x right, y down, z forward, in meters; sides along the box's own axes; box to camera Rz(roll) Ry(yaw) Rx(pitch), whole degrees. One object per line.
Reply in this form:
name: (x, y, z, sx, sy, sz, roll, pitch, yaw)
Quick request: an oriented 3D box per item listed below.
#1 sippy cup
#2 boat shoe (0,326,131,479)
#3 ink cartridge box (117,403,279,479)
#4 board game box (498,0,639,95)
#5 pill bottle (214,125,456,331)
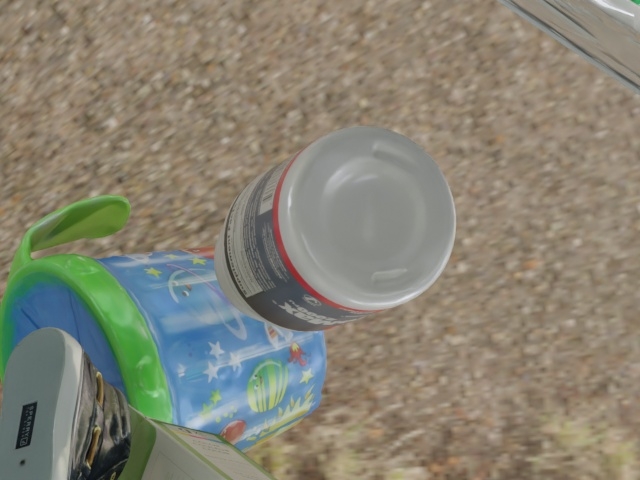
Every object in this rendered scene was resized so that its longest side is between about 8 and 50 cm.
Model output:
sippy cup: (-0.124, 0.105, 1.635, 0.224, 0.240, 0.305, -15, 95, -35)
boat shoe: (-0.158, 0.147, 1.156, 0.083, 0.065, 0.183, 48, 39, -42)
ink cartridge box: (-0.086, 0.182, 1.206, 0.062, 0.209, 0.109, 18, 94, -33)
board game box: (0.118, -0.167, 1.087, 0.050, 0.390, 0.390, -55, 150, 6)
pill bottle: (0.000, 0.000, 1.159, 0.108, 0.180, 0.108, 3, 80, -19)
